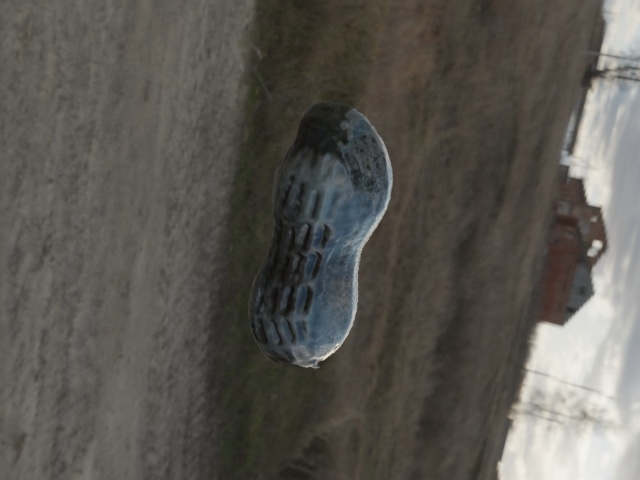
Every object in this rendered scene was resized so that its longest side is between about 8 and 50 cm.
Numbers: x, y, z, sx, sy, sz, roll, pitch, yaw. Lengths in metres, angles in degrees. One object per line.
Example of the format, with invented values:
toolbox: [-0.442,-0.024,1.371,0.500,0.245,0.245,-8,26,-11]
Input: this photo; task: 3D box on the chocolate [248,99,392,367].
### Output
chocolate: [0.000,0.000,0.723,0.110,0.110,0.248,-45,149,-64]
